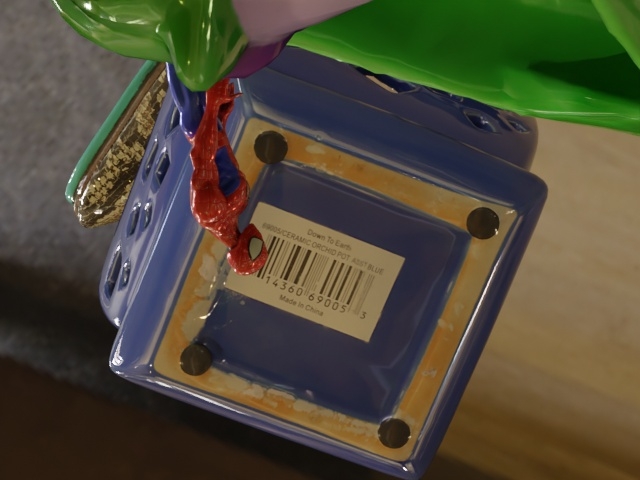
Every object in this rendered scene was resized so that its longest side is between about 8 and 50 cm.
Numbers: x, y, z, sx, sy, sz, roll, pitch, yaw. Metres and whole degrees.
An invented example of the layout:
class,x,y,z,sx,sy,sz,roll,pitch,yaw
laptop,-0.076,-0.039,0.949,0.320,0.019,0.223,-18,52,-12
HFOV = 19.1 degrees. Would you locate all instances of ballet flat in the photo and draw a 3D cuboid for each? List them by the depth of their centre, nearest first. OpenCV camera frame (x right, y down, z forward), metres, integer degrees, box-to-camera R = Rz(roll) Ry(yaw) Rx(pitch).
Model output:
class,x,y,z,sx,sy,sz,roll,pitch,yaw
ballet flat,-0.021,-0.197,1.514,0.182,0.164,0.483,27,86,4

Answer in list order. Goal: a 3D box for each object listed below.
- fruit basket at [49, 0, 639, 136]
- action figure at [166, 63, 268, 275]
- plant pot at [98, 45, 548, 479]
class,x,y,z,sx,sy,sz,roll,pitch,yaw
fruit basket,-0.092,-0.087,0.397,0.283,0.392,0.392,18,130,27
action figure,-0.040,-0.044,0.628,0.030,0.038,0.115,-15,88,-1
plant pot,0.000,0.000,1.168,0.236,0.212,0.236,21,104,-8
